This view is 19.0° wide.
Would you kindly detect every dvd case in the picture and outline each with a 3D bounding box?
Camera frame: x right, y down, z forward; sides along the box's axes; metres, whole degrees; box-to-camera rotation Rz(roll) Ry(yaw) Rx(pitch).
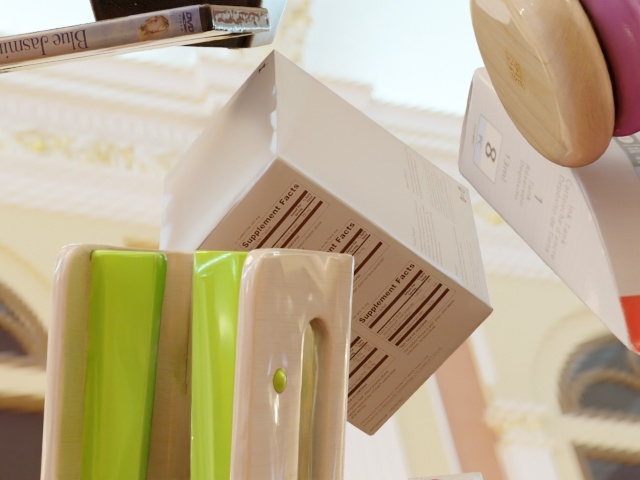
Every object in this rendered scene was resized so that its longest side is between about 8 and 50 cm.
[{"bbox_3d":[-0.178,-0.146,1.425,0.253,0.022,0.180,-8,4,13],"label":"dvd case"}]

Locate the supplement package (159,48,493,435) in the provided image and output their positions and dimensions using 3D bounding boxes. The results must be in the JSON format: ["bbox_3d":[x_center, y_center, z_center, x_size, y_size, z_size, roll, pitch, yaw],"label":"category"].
[{"bbox_3d":[0.000,0.000,1.453,0.203,0.194,0.149,35,-68,-19],"label":"supplement package"}]

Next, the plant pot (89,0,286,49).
[{"bbox_3d":[-0.108,-0.249,1.631,0.188,0.187,0.167,2,-82,8],"label":"plant pot"}]

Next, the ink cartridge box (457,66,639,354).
[{"bbox_3d":[0.305,-0.008,1.218,0.308,0.385,0.091,-3,-62,-22],"label":"ink cartridge box"}]

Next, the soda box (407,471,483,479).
[{"bbox_3d":[0.124,0.326,1.843,0.074,0.069,0.216,-5,-54,-3],"label":"soda box"}]

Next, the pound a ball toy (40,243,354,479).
[{"bbox_3d":[-0.021,0.164,0.947,0.208,0.319,0.136,1,-2,30],"label":"pound a ball toy"}]

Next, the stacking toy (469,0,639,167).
[{"bbox_3d":[0.263,-0.168,1.160,0.330,0.141,0.141,-24,-41,-9],"label":"stacking toy"}]
